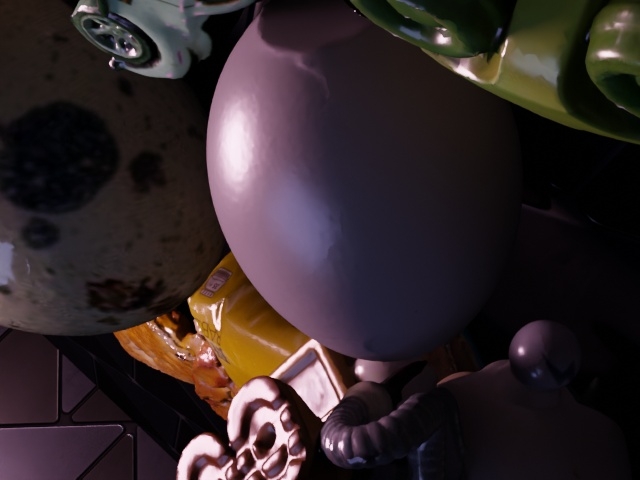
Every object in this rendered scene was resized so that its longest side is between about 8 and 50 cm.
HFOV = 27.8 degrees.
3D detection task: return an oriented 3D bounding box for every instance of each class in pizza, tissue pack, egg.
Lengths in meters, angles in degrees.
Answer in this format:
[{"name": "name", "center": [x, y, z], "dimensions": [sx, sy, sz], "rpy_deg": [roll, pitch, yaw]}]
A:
[{"name": "pizza", "center": [-0.040, 0.184, 1.503], "dimensions": [0.277, 0.114, 0.409], "rpy_deg": [47, 160, -26]}, {"name": "tissue pack", "center": [0.023, 0.113, 1.147], "dimensions": [0.271, 0.134, 0.192], "rpy_deg": [20, 149, 52]}, {"name": "egg", "center": [-0.247, -0.076, 1.069], "dimensions": [0.379, 0.287, 0.287], "rpy_deg": [30, 158, 22]}, {"name": "egg", "center": [0.028, -0.032, 0.738], "dimensions": [0.176, 0.176, 0.232], "rpy_deg": [28, 149, 41]}, {"name": "pizza", "center": [-0.214, 0.131, 1.802], "dimensions": [0.182, 0.074, 0.365], "rpy_deg": [45, 163, -8]}]

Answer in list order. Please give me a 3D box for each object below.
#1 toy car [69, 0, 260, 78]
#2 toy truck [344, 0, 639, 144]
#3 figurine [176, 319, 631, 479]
[{"name": "toy car", "center": [-0.059, -0.186, 0.675], "dimensions": [0.125, 0.136, 0.306], "rpy_deg": [22, 159, 7]}, {"name": "toy truck", "center": [0.128, -0.097, 0.471], "dimensions": [0.187, 0.148, 0.210], "rpy_deg": [22, 173, 42]}, {"name": "figurine", "center": [0.075, 0.162, 0.901], "dimensions": [0.382, 0.261, 0.186], "rpy_deg": [16, -133, -42]}]
